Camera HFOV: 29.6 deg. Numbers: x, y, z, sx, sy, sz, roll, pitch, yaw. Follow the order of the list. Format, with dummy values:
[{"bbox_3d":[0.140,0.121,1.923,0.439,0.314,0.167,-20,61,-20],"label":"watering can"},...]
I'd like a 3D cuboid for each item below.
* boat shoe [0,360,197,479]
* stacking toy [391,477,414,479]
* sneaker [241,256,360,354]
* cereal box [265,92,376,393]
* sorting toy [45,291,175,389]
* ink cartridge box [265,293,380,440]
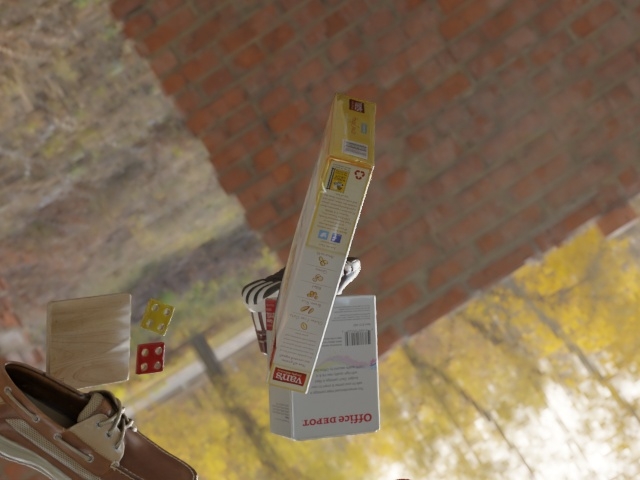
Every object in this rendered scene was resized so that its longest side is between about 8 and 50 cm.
[{"bbox_3d":[-0.306,0.261,1.605,0.116,0.324,0.123,-61,-168,24],"label":"boat shoe"},{"bbox_3d":[0.055,0.481,1.578,0.130,0.279,0.309,6,134,-48],"label":"stacking toy"},{"bbox_3d":[-0.027,0.128,2.141,0.106,0.162,0.281,2,-165,42],"label":"sneaker"},{"bbox_3d":[0.000,0.000,1.145,0.173,0.047,0.240,-85,-169,-65],"label":"cereal box"},{"bbox_3d":[-0.336,0.143,1.754,0.274,0.132,0.046,-6,-167,-42],"label":"sorting toy"},{"bbox_3d":[0.002,0.157,1.530,0.127,0.175,0.072,-1,179,-28],"label":"ink cartridge box"}]
